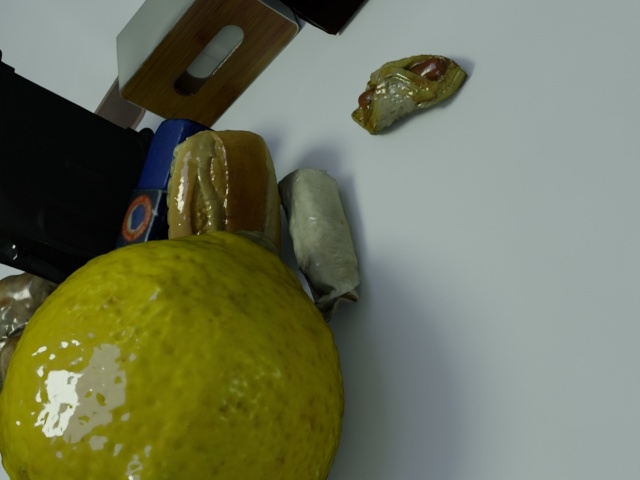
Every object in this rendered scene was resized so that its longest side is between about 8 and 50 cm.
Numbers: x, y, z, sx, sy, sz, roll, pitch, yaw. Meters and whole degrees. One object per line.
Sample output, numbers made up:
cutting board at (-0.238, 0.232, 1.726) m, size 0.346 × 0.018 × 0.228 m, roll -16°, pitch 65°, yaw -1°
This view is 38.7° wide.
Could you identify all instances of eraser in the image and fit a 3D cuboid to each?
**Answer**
eraser at (-0.191, 0.015, 1.231) m, size 0.101 × 0.155 × 0.332 m, roll 4°, pitch 74°, yaw 48°

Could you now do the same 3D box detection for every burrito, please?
burrito at (0.000, 0.000, 1.090) m, size 0.087 × 0.060 × 0.226 m, roll -43°, pitch 44°, yaw 33°

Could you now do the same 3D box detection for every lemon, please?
lemon at (-0.144, 0.164, 0.957) m, size 0.350 × 0.350 × 0.387 m, roll 12°, pitch 64°, yaw 50°

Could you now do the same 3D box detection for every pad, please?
pad at (-0.407, -0.185, 1.686) m, size 0.266 × 0.002 × 0.176 m, roll -52°, pitch 41°, yaw 18°

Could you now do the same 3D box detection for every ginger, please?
ginger at (-0.464, 0.187, 1.453) m, size 0.244 × 0.155 × 0.304 m, roll -47°, pitch 42°, yaw 20°

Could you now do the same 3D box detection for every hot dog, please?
hot dog at (0.089, -0.179, 1.072) m, size 0.169 × 0.061 × 0.078 m, roll -24°, pitch 54°, yaw 40°

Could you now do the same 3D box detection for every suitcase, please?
suitcase at (-0.388, -0.075, 1.345) m, size 0.188 × 0.345 × 0.339 m, roll -43°, pitch 45°, yaw 20°

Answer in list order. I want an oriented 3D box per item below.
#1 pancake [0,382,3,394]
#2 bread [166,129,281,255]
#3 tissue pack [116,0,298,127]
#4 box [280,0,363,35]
pancake at (-0.682, 0.279, 1.743) m, size 0.294 × 0.049 × 0.294 m, roll -20°, pitch 60°, yaw 38°
bread at (-0.120, -0.019, 1.133) m, size 0.106 × 0.140 × 0.236 m, roll -160°, pitch 66°, yaw -75°
tissue pack at (-0.176, -0.307, 1.361) m, size 0.246 × 0.159 × 0.136 m, roll -43°, pitch 43°, yaw 28°
box at (-0.002, -0.508, 1.290) m, size 0.264 × 0.116 × 0.415 m, roll -47°, pitch 43°, yaw 22°
